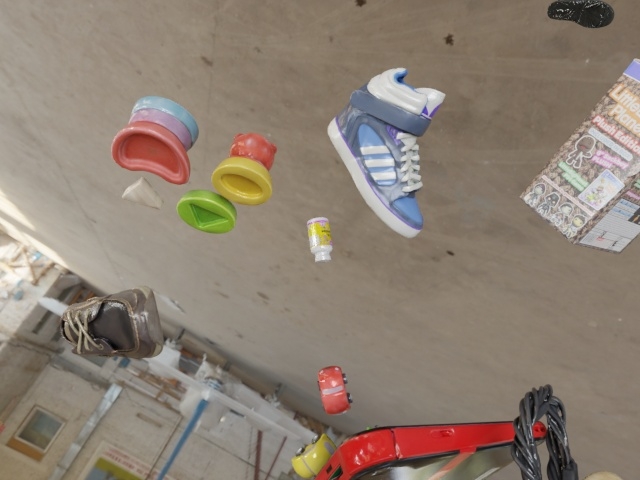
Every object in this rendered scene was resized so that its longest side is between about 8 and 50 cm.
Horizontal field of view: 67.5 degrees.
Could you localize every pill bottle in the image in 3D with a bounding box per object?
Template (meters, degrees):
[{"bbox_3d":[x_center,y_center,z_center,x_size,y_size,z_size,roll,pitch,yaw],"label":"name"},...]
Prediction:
[{"bbox_3d":[0.000,0.000,0.932,0.043,0.084,0.043,-8,166,-2],"label":"pill bottle"}]

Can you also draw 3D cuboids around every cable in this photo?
[{"bbox_3d":[0.319,0.293,0.692,0.150,0.185,0.047,38,141,-27],"label":"cable"}]

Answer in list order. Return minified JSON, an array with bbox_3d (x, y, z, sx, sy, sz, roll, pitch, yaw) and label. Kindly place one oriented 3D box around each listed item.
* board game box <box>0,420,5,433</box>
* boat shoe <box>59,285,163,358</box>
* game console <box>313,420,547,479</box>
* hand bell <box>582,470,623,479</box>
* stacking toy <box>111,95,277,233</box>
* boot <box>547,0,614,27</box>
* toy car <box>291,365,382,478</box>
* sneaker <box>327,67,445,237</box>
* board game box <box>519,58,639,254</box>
[{"bbox_3d":[-0.420,0.248,0.487,0.045,0.146,0.193,56,157,-9],"label":"board game box"},{"bbox_3d":[-0.389,0.164,0.868,0.355,0.130,0.133,-18,86,52],"label":"boat shoe"},{"bbox_3d":[0.161,0.414,0.853,0.341,0.060,0.387,0,139,-19],"label":"game console"},{"bbox_3d":[0.453,0.409,0.606,0.126,0.126,0.242,35,170,-14],"label":"hand bell"},{"bbox_3d":[-0.261,-0.157,1.003,0.308,0.131,0.279,22,146,-17],"label":"stacking toy"},{"bbox_3d":[0.490,-0.426,0.887,0.121,0.099,0.045,28,131,34],"label":"boot"},{"bbox_3d":[0.072,0.393,0.956,0.224,0.239,0.053,18,-177,2],"label":"toy car"},{"bbox_3d":[0.179,-0.193,0.991,0.236,0.130,0.323,-37,81,30],"label":"sneaker"},{"bbox_3d":[0.558,-0.134,0.874,0.231,0.291,0.141,8,-144,-41],"label":"board game box"}]
